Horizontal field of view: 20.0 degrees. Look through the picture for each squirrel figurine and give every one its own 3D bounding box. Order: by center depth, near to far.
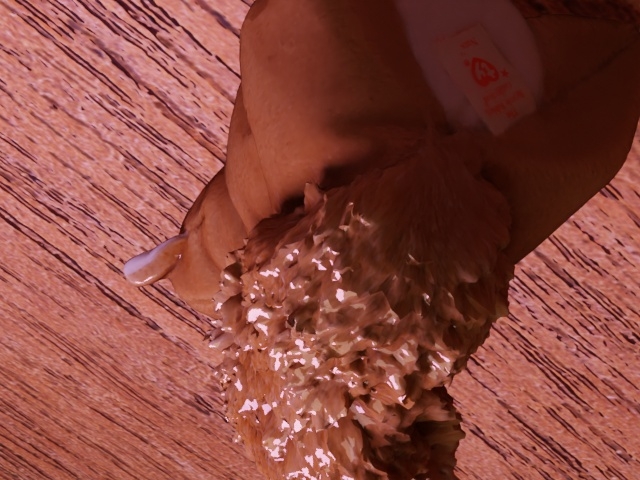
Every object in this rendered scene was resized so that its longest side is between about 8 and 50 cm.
[{"bbox_3d":[0.000,0.000,1.258,0.281,0.397,0.370,25,142,-21],"label":"squirrel figurine"}]
